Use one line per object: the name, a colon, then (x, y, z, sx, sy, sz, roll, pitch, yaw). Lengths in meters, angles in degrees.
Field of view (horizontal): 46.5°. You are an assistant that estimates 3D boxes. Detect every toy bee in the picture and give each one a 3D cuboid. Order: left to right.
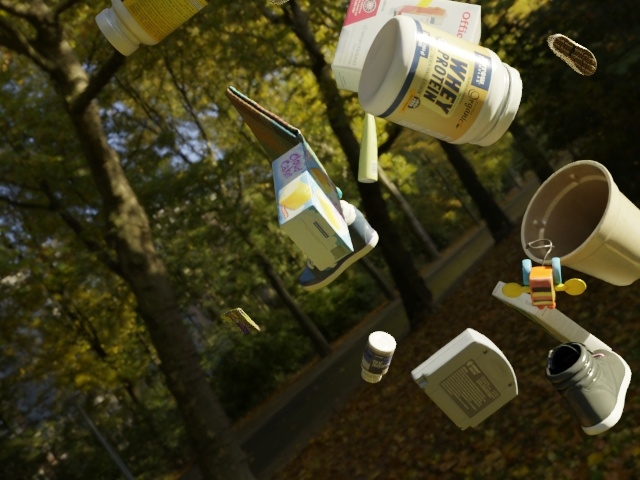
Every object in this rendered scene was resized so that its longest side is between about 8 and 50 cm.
toy bee: (0.597, 0.120, 1.954, 0.195, 0.162, 0.298, 2, 20, 39)

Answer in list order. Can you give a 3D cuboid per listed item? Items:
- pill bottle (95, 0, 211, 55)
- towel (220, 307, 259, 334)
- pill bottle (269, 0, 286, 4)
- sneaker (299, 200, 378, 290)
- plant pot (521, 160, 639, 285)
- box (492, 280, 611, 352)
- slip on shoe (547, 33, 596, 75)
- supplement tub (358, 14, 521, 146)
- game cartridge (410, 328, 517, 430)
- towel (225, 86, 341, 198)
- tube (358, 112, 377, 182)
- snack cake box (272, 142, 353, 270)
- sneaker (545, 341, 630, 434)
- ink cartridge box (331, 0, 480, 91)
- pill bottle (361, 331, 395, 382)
pill bottle: (-0.478, -0.692, 2.158, 0.334, 0.188, 0.188, -35, -4, 9)
towel: (-0.155, 0.156, 1.426, 0.083, 0.060, 0.009, -21, 27, 55)
pill bottle: (-0.051, -0.628, 1.698, 0.193, 0.108, 0.108, -43, -1, -28)
sneaker: (0.000, 0.000, 2.401, 0.323, 0.236, 0.130, -36, 29, 19)
plant pot: (0.829, -0.021, 2.218, 0.334, 0.306, 0.333, -46, 28, 33)
box: (0.710, 0.250, 2.301, 0.058, 0.322, 0.232, -56, 23, -1)
slip on shoe: (0.571, -0.424, 1.699, 0.051, 0.135, 0.041, -60, 20, 12)
supplement tub: (0.269, -0.351, 1.690, 0.228, 0.316, 0.228, -164, 90, -71)
game cartridge: (0.353, 0.329, 1.762, 0.196, 0.060, 0.294, -35, -48, 7)
towel: (-0.088, -0.247, 1.970, 0.040, 0.271, 0.370, -51, -27, -7)
tube: (0.153, -0.305, 2.378, 0.062, 0.240, 0.070, 7, -8, -27)
snack cake box: (-0.021, -0.077, 1.616, 0.089, 0.152, 0.264, -33, 33, 15)
sneaker: (0.525, 0.245, 1.469, 0.105, 0.146, 0.296, -33, 2, 28)
ink cartridge box: (0.258, -0.569, 2.207, 0.160, 0.385, 0.279, 56, -131, -73)
pill bottle: (0.135, 0.283, 1.784, 0.067, 0.067, 0.120, -32, -35, -45)
